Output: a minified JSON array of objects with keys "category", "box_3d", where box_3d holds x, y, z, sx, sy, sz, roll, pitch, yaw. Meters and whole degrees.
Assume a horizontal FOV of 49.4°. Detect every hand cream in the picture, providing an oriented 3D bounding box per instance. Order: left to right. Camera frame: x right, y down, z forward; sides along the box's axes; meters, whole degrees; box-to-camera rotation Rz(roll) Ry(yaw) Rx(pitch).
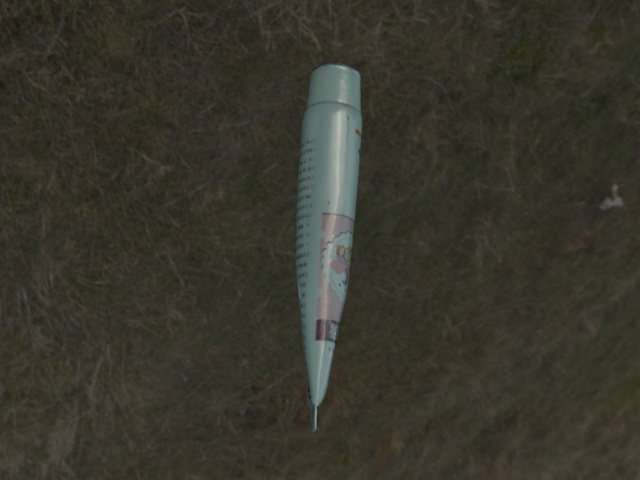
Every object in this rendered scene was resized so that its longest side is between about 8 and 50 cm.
[{"category":"hand cream","box_3d":[0.000,0.000,0.625,0.058,0.331,0.085,7,164,-3]}]
